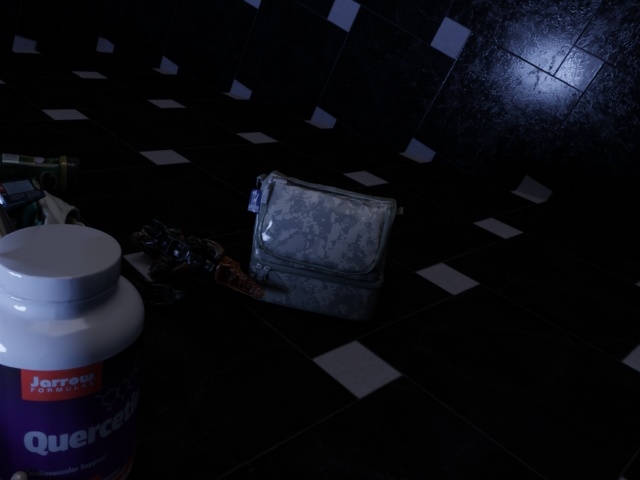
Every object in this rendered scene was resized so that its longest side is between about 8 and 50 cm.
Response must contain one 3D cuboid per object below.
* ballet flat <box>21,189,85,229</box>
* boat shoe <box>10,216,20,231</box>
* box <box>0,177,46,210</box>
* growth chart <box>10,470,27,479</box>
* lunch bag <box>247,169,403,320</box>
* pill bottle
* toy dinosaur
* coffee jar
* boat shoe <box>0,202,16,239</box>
[{"bbox_3d":[-0.520,0.012,1.112,0.139,0.139,0.400,0,26,-24],"label":"ballet flat"},{"bbox_3d":[-0.638,0.046,0.960,0.158,0.127,0.340,12,24,-16],"label":"boat shoe"},{"bbox_3d":[-0.654,-0.042,1.046,0.233,0.044,0.159,-27,11,2],"label":"box"},{"bbox_3d":[-0.311,0.352,0.505,0.172,0.021,0.237,38,39,6],"label":"growth chart"},{"bbox_3d":[0.000,0.000,1.196,0.305,0.256,0.212,13,25,3],"label":"lunch bag"},{"bbox_3d":[-0.304,0.152,0.659,0.182,0.322,0.181,9,25,-5],"label":"pill bottle"},{"bbox_3d":[-0.261,0.037,1.147,0.322,0.164,0.218,-1,2,23],"label":"toy dinosaur"},{"bbox_3d":[-0.706,-0.168,1.423,0.184,0.096,0.079,-1,31,-27],"label":"coffee jar"},{"bbox_3d":[-0.485,0.059,0.881,0.103,0.285,0.092,-19,5,14],"label":"boat shoe"}]
